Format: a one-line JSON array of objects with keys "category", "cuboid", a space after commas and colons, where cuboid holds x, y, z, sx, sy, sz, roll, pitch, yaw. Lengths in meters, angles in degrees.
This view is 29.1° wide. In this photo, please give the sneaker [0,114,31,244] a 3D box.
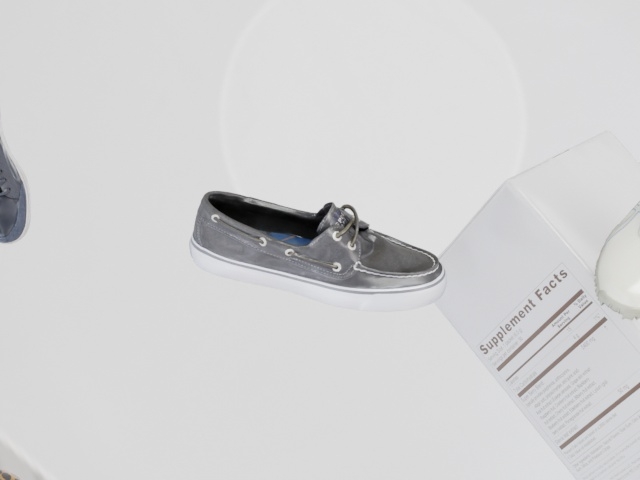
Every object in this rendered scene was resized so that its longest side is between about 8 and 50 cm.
[{"category": "sneaker", "cuboid": [-0.404, -0.092, 1.400, 0.086, 0.226, 0.163, -14, 11, 5]}]

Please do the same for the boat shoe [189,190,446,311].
[{"category": "boat shoe", "cuboid": [0.000, 0.000, 1.069, 0.080, 0.228, 0.076, -69, -11, -54]}]

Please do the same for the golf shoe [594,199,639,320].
[{"category": "golf shoe", "cuboid": [0.266, -0.022, 0.941, 0.176, 0.069, 0.086, -53, -22, -22]}]

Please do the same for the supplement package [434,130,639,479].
[{"category": "supplement package", "cuboid": [0.271, 0.075, 1.155, 0.177, 0.293, 0.175, -25, -20, -41]}]

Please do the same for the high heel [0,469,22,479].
[{"category": "high heel", "cuboid": [-0.338, 0.394, 1.492, 0.093, 0.261, 0.186, -38, -41, -10]}]
